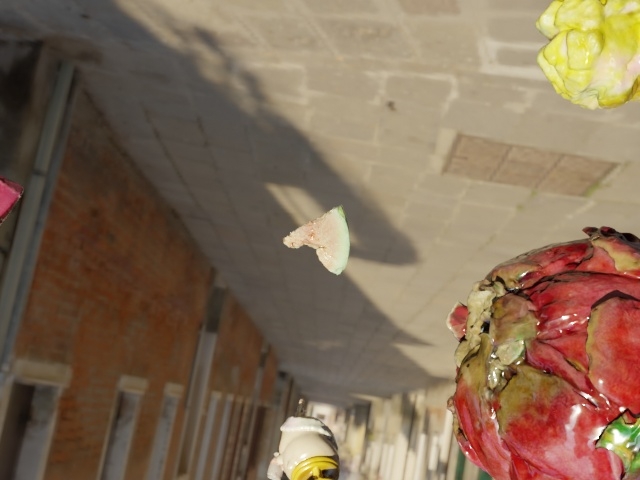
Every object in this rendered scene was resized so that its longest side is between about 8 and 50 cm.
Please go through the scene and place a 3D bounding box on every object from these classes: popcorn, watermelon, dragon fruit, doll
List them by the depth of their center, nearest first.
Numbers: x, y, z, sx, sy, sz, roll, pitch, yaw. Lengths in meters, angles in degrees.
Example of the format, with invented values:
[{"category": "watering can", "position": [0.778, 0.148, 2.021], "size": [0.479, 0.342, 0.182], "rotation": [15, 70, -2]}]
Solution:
[{"category": "dragon fruit", "position": [0.285, 0.147, 0.990], "size": [0.329, 0.329, 0.329], "rotation": [10, 170, 2]}, {"category": "popcorn", "position": [0.280, -0.191, 0.992], "size": [0.126, 0.125, 0.145], "rotation": [28, 169, 40]}, {"category": "doll", "position": [-0.022, 0.233, 1.094], "size": [0.084, 0.127, 0.073], "rotation": [-27, 129, 5]}, {"category": "watermelon", "position": [0.010, -0.004, 1.522], "size": [0.080, 0.101, 0.155], "rotation": [-11, 157, -39]}]

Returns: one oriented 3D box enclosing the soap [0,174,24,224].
[{"category": "soap", "position": [-0.517, -0.016, 1.421], "size": [0.099, 0.162, 0.250], "rotation": [35, 155, -16]}]
